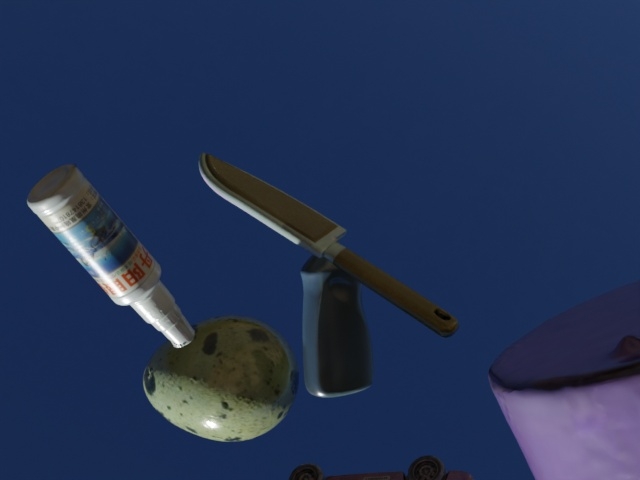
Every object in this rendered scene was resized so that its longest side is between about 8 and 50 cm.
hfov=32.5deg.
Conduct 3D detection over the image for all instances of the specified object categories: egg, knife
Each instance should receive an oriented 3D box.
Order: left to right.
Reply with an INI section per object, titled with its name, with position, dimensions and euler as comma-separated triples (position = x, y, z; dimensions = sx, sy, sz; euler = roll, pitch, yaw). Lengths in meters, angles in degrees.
[egg]
position = -0.141, 0.192, 1.541
dimensions = 0.228, 0.177, 0.177
euler = -2, -135, 18
[knife]
position = 0.001, 0.000, 1.142
dimensions = 0.343, 0.027, 0.061
euler = 32, -144, 16

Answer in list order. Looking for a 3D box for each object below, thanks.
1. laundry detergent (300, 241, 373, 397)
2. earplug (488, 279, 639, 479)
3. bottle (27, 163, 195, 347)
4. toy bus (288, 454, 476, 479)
[laundry detergent]
position = 0.017, 0.093, 1.408
dimensions = 0.096, 0.061, 0.206
euler = -10, -80, -29
[earplug]
position = 0.281, 0.243, 0.658
dimensions = 0.215, 0.215, 0.456
euler = -25, -85, -39
[bottle]
position = -0.192, 0.022, 1.060
dimensions = 0.217, 0.060, 0.060
euler = 53, -142, -30
[toy bus]
position = 0.041, 0.235, 0.862
dimensions = 0.178, 0.087, 0.098
euler = -9, -137, 19
